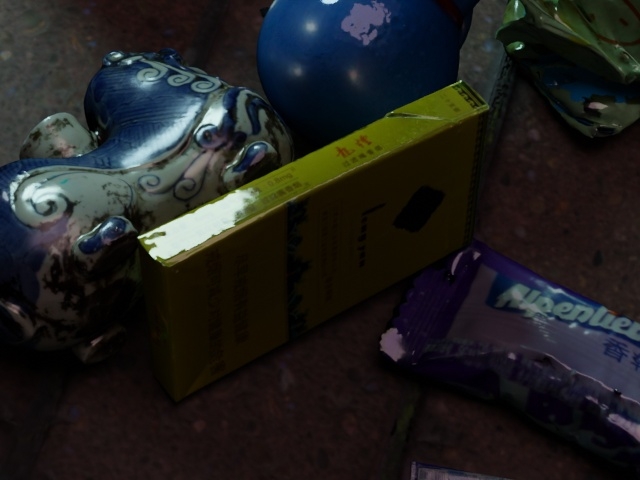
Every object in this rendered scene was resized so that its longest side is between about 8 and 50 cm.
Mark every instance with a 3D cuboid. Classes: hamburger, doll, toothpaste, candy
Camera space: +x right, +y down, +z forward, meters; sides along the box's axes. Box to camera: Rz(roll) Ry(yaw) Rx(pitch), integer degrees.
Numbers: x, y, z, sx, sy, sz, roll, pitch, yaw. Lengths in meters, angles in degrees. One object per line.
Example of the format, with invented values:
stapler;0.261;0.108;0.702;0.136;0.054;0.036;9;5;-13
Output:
hamburger;0.253;-0.246;1.368;0.260;0.150;0.276;-27;82;17
doll;0.053;-0.189;1.296;0.161;0.215;0.257;29;78;47
toothpaste;0.107;0.178;1.208;0.083;0.015;0.024;7;60;-4
candy;0.188;0.093;1.246;0.275;0.070;0.145;25;49;12

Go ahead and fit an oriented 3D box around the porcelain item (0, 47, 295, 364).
porcelain item;-0.155;-0.040;1.200;0.288;0.138;0.186;-35;63;-30

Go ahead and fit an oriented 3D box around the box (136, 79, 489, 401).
box;-0.001;0.000;1.190;0.279;0.153;0.041;-28;54;-23
